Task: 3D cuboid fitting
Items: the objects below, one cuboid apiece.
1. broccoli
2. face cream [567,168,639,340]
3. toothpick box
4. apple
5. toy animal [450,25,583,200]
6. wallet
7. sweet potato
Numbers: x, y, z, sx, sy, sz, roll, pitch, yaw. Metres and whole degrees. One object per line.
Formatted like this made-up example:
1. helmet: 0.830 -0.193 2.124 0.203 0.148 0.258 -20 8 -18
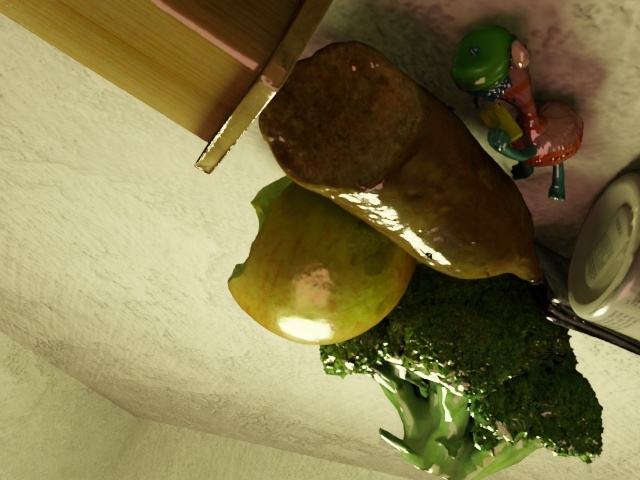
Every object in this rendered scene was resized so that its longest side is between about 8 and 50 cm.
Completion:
1. broccoli: 0.199 0.174 1.017 0.413 0.321 0.310 16 124 8
2. face cream: 0.376 0.026 0.754 0.152 0.177 0.177 20 153 1
3. toothpick box: -0.159 -0.236 0.605 0.308 0.190 0.187 32 151 -15
4. apple: 0.000 0.000 0.873 0.246 0.246 0.226 17 145 2
5. toy animal: 0.198 -0.113 0.689 0.100 0.103 0.208 9 156 37
6. wallet: 0.354 0.079 0.902 0.222 0.167 0.036 24 115 -14
7. sweet potato: 0.109 -0.057 0.724 0.157 0.158 0.369 -12 145 44
